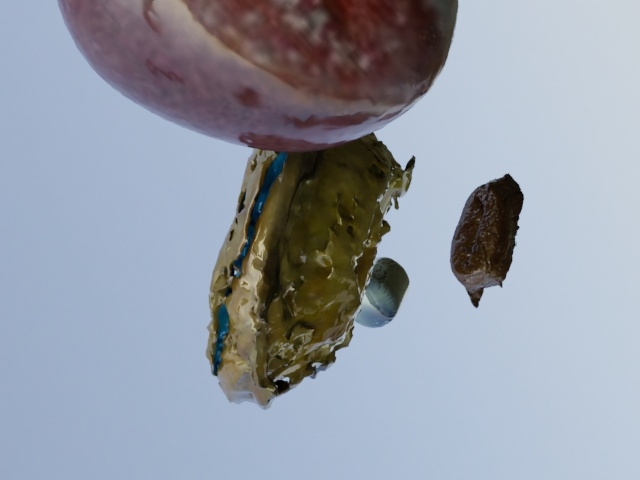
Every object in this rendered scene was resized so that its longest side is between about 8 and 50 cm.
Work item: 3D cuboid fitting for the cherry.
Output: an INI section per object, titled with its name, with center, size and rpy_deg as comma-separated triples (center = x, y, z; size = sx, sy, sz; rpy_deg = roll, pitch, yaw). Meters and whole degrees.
[cherry]
center = -0.046, -0.182, 0.864
size = 0.285, 0.236, 0.213
rpy_deg = 35, -168, -5

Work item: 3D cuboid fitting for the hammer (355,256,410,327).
[hammer]
center = 0.015, 0.046, 1.762
size = 0.193, 0.070, 0.116
rpy_deg = 18, -157, 7

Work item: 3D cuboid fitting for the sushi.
[sushi]
center = 0.146, 0.000, 1.202
size = 0.061, 0.118, 0.060
rpy_deg = 31, -171, 35

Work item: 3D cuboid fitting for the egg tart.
[egg tart]
center = 0.000, 0.000, 1.048
size = 0.107, 0.291, 0.291
rpy_deg = 15, -149, 6
